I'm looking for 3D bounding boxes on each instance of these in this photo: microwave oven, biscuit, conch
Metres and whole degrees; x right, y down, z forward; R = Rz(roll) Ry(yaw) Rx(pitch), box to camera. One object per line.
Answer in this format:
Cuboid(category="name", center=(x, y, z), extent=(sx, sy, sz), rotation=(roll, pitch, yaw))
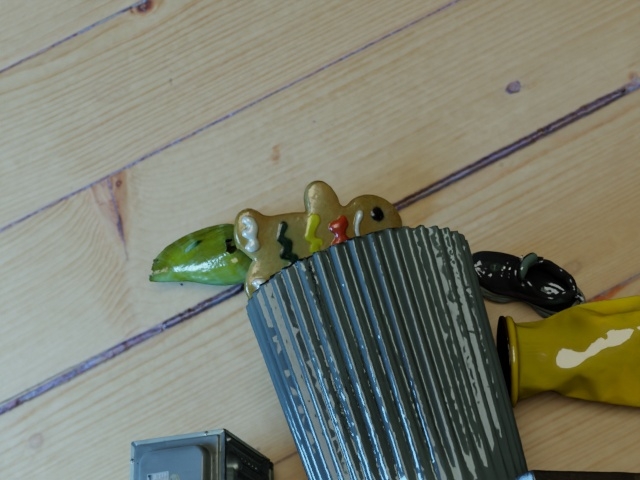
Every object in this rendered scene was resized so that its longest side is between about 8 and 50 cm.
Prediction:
Cuboid(category="microwave oven", center=(-0.144, 0.371, 1.897), extent=(0.145, 0.194, 0.240), rotation=(-8, 64, 16))
Cuboid(category="biscuit", center=(0.000, 0.000, 2.095), extent=(0.240, 0.035, 0.158), rotation=(-18, 97, -16))
Cuboid(category="conch", center=(-0.133, 0.017, 2.130), extent=(0.200, 0.079, 0.095), rotation=(-1, 40, 14))

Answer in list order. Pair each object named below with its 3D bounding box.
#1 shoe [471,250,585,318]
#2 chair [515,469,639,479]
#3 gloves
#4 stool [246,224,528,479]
Cuboid(category="shoe", center=(0.272, 0.046, 2.042), extent=(0.169, 0.099, 0.071), rotation=(22, 70, 14))
Cuboid(category="chair", center=(0.335, 0.397, 1.845), extent=(0.240, 0.416, 0.203), rotation=(-39, 56, 39))
Cuboid(category="gloves", center=(0.381, 0.149, 1.989), extent=(0.294, 0.116, 0.133), rotation=(-3, 104, -1))
Cuboid(category="stool", center=(0.094, 0.191, 1.909), extent=(0.297, 0.297, 0.330), rotation=(-18, 70, 0))
